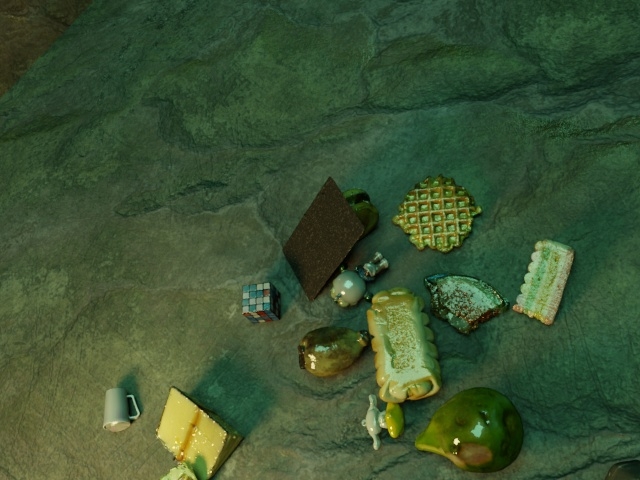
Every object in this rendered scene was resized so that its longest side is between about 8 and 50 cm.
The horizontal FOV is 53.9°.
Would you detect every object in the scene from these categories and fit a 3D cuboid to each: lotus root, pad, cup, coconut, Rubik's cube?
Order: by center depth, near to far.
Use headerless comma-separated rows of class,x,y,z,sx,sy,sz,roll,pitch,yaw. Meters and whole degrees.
coconut,-0.387,0.680,1.724,0.158,0.055,0.133,-27,83,21
lotus root,0.037,0.303,1.749,0.214,0.138,0.138,-15,60,9
pad,0.000,0.000,1.862,0.330,0.004,0.220,-55,52,35
cup,-0.596,0.506,1.889,0.104,0.074,0.116,-5,55,-11
Rubik's cube,-0.178,0.188,1.895,0.092,0.092,0.092,-10,61,13

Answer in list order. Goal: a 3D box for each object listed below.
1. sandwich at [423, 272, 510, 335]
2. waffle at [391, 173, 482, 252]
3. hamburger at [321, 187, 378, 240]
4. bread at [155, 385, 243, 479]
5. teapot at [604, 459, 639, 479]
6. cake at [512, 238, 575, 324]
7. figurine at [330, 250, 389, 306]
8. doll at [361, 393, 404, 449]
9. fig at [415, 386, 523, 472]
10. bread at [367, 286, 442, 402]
sandwich,0.384,0.157,1.736,0.235,0.079,0.159,36,79,29
waffle,0.350,-0.079,1.889,0.238,0.058,0.243,38,82,27
hamburger,0.079,-0.069,1.898,0.185,0.177,0.113,-39,66,12
bread,-0.362,0.544,1.747,0.240,0.135,0.178,31,77,26
teapot,0.652,0.672,1.315,0.300,0.253,0.344,43,89,-1
cake,0.604,0.102,1.690,0.109,0.090,0.225,19,72,21
figurine,0.113,0.115,1.844,0.197,0.093,0.147,-39,81,-13
doll,0.161,0.480,1.655,0.113,0.071,0.135,10,72,31
fig,0.345,0.467,1.545,0.275,0.206,0.206,-21,54,41
bread,0.225,0.277,1.701,0.173,0.121,0.311,-10,61,8
